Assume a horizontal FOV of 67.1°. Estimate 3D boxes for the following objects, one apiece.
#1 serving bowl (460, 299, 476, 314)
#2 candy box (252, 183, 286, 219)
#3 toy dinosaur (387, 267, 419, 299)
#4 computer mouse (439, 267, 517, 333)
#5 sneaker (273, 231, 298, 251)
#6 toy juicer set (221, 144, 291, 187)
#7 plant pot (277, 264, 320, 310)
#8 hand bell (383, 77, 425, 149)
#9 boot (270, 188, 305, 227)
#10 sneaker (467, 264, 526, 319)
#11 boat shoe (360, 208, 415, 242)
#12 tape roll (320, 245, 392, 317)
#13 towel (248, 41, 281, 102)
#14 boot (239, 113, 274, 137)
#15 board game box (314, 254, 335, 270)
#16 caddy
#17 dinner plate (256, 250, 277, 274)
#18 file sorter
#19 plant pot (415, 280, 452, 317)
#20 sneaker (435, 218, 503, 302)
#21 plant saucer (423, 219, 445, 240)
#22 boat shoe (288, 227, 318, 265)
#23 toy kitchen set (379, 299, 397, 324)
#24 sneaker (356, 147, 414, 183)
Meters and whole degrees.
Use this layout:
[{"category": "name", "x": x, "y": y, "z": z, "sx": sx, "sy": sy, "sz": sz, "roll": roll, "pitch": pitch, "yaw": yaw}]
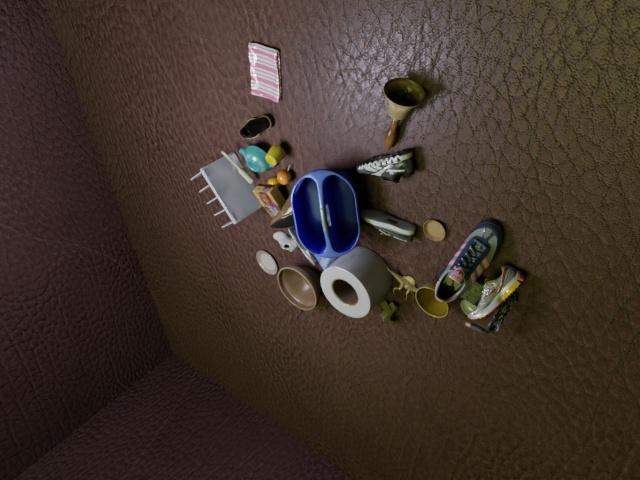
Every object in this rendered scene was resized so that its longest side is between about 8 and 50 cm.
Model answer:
[{"category": "serving bowl", "x": 0.547, "y": 0.235, "z": 1.730, "sx": 0.083, "sy": 0.027, "sz": 0.083, "roll": 25, "pitch": 135, "yaw": 28}, {"category": "candy box", "x": -0.201, "y": -0.160, "z": 2.093, "sx": 0.109, "sy": 0.053, "sz": 0.186, "roll": 10, "pitch": 143, "yaw": 39}, {"category": "toy dinosaur", "x": 0.327, "y": 0.172, "z": 1.893, "sx": 0.183, "sy": 0.053, "sz": 0.092, "roll": 35, "pitch": 124, "yaw": 8}, {"category": "computer mouse", "x": 0.527, "y": 0.207, "z": 1.675, "sx": 0.262, "sy": 0.060, "sz": 0.184, "roll": 24, "pitch": 109, "yaw": 20}, {"category": "sneaker", "x": -0.167, "y": 0.004, "z": 2.225, "sx": 0.152, "sy": 0.061, "sz": 0.053, "roll": 24, "pitch": 136, "yaw": 32}, {"category": "toy juicer set", "x": -0.247, "y": -0.316, "z": 2.045, "sx": 0.329, "sy": 0.089, "sz": 0.209, "roll": 9, "pitch": 144, "yaw": 38}, {"category": "plant pot", "x": -0.080, "y": 0.200, "z": 2.255, "sx": 0.237, "sy": 0.110, "sz": 0.237, "roll": 25, "pitch": 134, "yaw": 29}, {"category": "hand bell", "x": 0.234, "y": -0.375, "z": 1.517, "sx": 0.126, "sy": 0.126, "sz": 0.242, "roll": 38, "pitch": 152, "yaw": 16}, {"category": "boot", "x": -0.105, "y": -0.143, "z": 1.999, "sx": 0.305, "sy": 0.112, "sz": 0.115, "roll": -32, "pitch": 65, "yaw": 39}, {"category": "sneaker", "x": 0.563, "y": 0.173, "z": 1.581, "sx": 0.093, "sy": 0.088, "sz": 0.225, "roll": 45, "pitch": 106, "yaw": 21}, {"category": "boat shoe", "x": 0.241, "y": -0.051, "z": 1.765, "sx": 0.219, "sy": 0.078, "sz": 0.070, "roll": 25, "pitch": 133, "yaw": 27}, {"category": "tape roll", "x": 0.146, "y": 0.168, "z": 1.959, "sx": 0.246, "sy": 0.169, "sz": 0.246, "roll": 26, "pitch": 134, "yaw": 29}, {"category": "towel", "x": -0.208, "y": -0.623, "z": 1.792, "sx": 0.144, "sy": 0.029, "sz": 0.197, "roll": 25, "pitch": 135, "yaw": 28}, {"category": "boot", "x": -0.293, "y": -0.441, "z": 1.933, "sx": 0.198, "sy": 0.137, "sz": 0.077, "roll": -18, "pitch": 106, "yaw": 50}, {"category": "board game box", "x": 0.000, "y": 0.000, "z": 2.018, "sx": 0.211, "sy": 0.039, "sz": 0.160, "roll": 57, "pitch": 147, "yaw": 27}, {"category": "caddy", "x": 0.025, "y": -0.104, "z": 1.776, "sx": 0.241, "sy": 0.179, "sz": 0.341, "roll": -5, "pitch": 112, "yaw": 11}, {"category": "dinner plate", "x": -0.268, "y": 0.110, "z": 2.442, "sx": 0.141, "sy": 0.017, "sz": 0.141, "roll": 25, "pitch": 134, "yaw": 29}, {"category": "file sorter", "x": -0.426, "y": -0.221, "z": 2.198, "sx": 0.173, "sy": 0.193, "sz": 0.277, "roll": -19, "pitch": 106, "yaw": 52}, {"category": "plant pot", "x": 0.429, "y": 0.200, "z": 1.760, "sx": 0.134, "sy": 0.095, "sz": 0.134, "roll": 30, "pitch": 140, "yaw": 29}, {"category": "sneaker", "x": 0.475, "y": 0.079, "z": 1.549, "sx": 0.112, "sy": 0.131, "sz": 0.319, "roll": 34, "pitch": 121, "yaw": 19}, {"category": "plant saucer", "x": 0.397, "y": -0.037, "z": 1.672, "sx": 0.083, "sy": 0.015, "sz": 0.083, "roll": 26, "pitch": 136, "yaw": 28}, {"category": "boat shoe", "x": -0.067, "y": 0.016, "z": 2.150, "sx": 0.206, "sy": 0.065, "sz": 0.075, "roll": 52, "pitch": 179, "yaw": 7}, {"category": "toy kitchen set", "x": 0.297, "y": 0.295, "z": 2.029, "sx": 0.083, "sy": 0.075, "sz": 0.068, "roll": -51, "pitch": 36, "yaw": 19}, {"category": "sneaker", "x": 0.221, "y": -0.238, "z": 1.636, "sx": 0.234, "sy": 0.078, "sz": 0.106, "roll": -6, "pitch": 113, "yaw": 45}]
